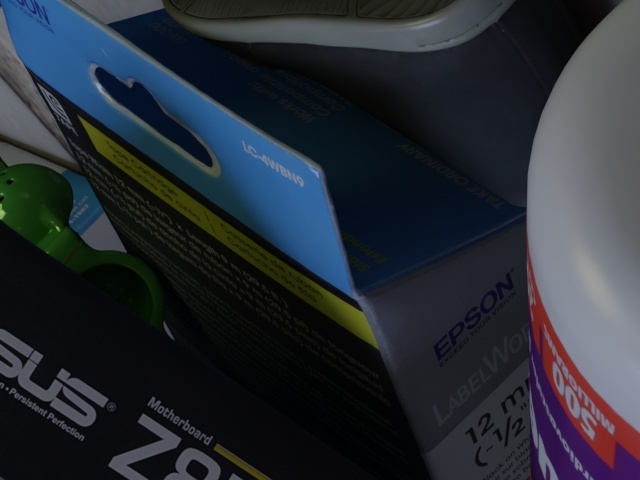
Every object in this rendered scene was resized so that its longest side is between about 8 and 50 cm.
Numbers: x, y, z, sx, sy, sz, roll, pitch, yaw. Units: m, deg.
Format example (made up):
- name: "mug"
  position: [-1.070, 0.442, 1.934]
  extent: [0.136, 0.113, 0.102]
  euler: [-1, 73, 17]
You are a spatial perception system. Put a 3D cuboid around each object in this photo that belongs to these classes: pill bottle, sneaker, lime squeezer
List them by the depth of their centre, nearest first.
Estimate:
- name: "pill bottle"
  position: [0.160, 0.060, 0.607]
  extent: [0.181, 0.181, 0.323]
  euler: [34, 157, 24]
- name: "sneaker"
  position: [0.025, -0.074, 0.738]
  extent: [0.118, 0.083, 0.222]
  euler: [48, 164, -33]
- name: "lime squeezer"
  position: [-0.124, 0.023, 0.944]
  extent: [0.310, 0.059, 0.110]
  euler: [44, 163, 20]

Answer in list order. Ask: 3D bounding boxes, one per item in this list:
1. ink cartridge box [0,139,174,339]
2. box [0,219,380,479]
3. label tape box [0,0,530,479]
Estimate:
- name: "ink cartridge box"
  position: [-0.246, 0.059, 1.335]
  extent: [0.270, 0.198, 0.197]
  euler: [23, 152, 45]
- name: "box"
  position: [-0.085, 0.129, 0.879]
  extent: [0.318, 0.097, 0.395]
  euler: [37, 164, -11]
- name: "label tape box"
  position: [0.000, 0.000, 0.867]
  extent: [0.249, 0.115, 0.348]
  euler: [34, 157, 38]
